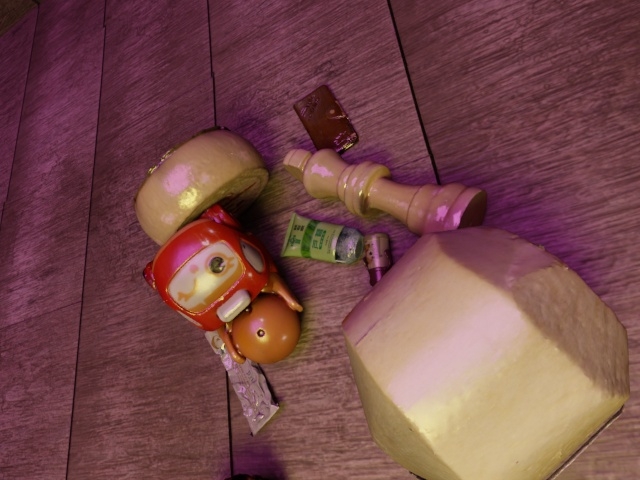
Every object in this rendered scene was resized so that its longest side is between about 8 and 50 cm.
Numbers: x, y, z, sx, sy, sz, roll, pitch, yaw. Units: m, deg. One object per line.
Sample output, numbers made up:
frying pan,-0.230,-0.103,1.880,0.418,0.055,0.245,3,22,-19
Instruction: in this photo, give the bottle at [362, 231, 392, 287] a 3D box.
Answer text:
bottle,0.102,0.038,0.707,0.047,0.063,0.101,-2,74,-5

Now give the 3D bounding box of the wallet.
wallet,0.009,-0.253,0.863,0.095,0.026,0.176,-32,62,14

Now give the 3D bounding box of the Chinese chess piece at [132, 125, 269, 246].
Chinese chess piece,-0.231,-0.096,0.804,0.270,0.270,0.112,-43,86,11

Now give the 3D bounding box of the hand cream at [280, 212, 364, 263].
hand cream,0.000,0.000,0.776,0.175,0.046,0.095,11,83,33

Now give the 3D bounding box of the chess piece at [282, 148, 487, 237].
chess piece,0.082,-0.090,0.726,0.397,0.117,0.117,25,87,34

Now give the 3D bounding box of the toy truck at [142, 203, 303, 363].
toy truck,-0.152,0.094,0.714,0.189,0.265,0.239,-43,49,-2

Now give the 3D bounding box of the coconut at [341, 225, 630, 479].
coconut,0.173,0.147,0.494,0.323,0.323,0.322,-9,70,27

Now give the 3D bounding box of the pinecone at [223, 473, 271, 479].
pinecone,-0.131,0.463,0.648,0.174,0.174,0.173,-9,70,27

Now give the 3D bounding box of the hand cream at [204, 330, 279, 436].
hand cream,-0.166,0.243,0.792,0.084,0.050,0.257,-46,64,12
